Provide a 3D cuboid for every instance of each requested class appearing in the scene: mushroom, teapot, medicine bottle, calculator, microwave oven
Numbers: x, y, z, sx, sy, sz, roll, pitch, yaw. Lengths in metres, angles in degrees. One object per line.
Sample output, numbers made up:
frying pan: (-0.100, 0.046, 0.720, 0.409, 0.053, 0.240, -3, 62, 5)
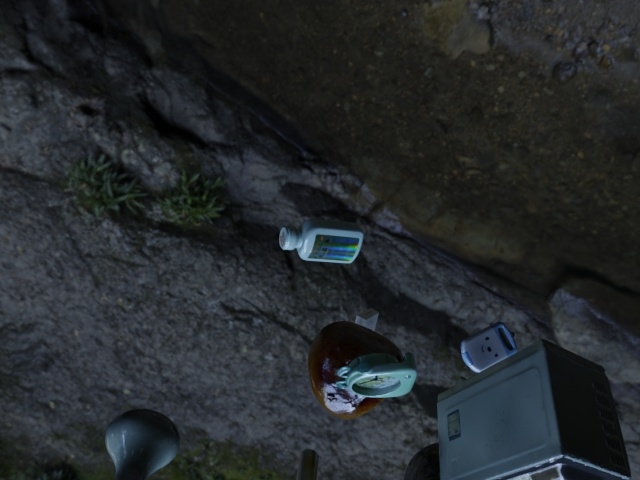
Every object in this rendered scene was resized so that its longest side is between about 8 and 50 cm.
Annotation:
mushroom: (0.124, 0.455, 1.985, 0.346, 0.345, 0.260, 18, 175, 26)
teapot: (-0.439, 0.534, 1.350, 0.184, 0.250, 0.183, 1, 126, 1)
medicine bottle: (-0.043, 0.727, 1.698, 0.074, 0.218, 0.073, 2, 116, 4)
medicine bottle: (0.000, 0.000, 1.620, 0.229, 0.083, 0.121, 6, 126, -22)
calculator: (0.561, 0.352, 1.895, 0.121, 0.211, 0.039, 66, 163, 8)
microwave oven: (0.458, 0.431, 1.271, 0.219, 0.286, 0.355, 24, 136, -20)

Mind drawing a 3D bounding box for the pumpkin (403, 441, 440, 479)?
pumpkin: (0.473, 0.974, 2.105, 0.345, 0.453, 0.454, 10, 153, -10)

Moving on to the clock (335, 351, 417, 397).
clock: (0.131, 0.321, 1.364, 0.189, 0.060, 0.148, 1, 142, -6)

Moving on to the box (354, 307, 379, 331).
box: (0.165, 0.342, 2.164, 0.048, 0.100, 0.151, 29, 117, 32)
